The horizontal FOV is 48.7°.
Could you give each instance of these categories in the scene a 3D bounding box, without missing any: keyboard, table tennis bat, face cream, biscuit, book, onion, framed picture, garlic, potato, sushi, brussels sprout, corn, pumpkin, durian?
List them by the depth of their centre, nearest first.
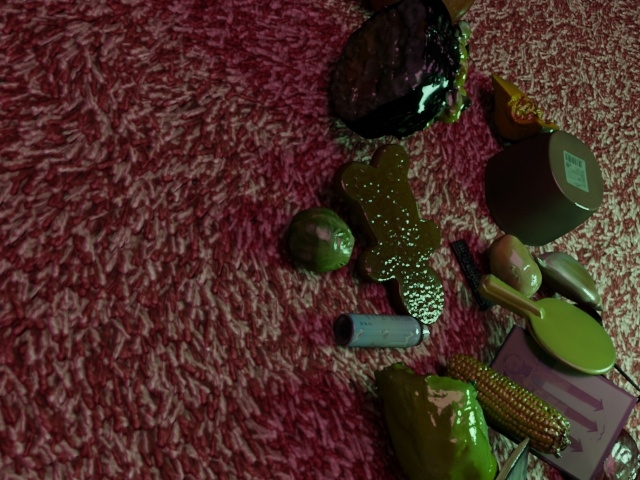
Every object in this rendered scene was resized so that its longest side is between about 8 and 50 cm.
[{"bbox_3d":[0.261,0.406,1.470,0.256,0.204,0.339,2,68,-47],"label":"durian"},{"bbox_3d":[0.410,0.556,1.530,0.157,0.026,0.231,-36,129,-42],"label":"book"},{"bbox_3d":[0.001,-0.001,1.530,0.155,0.117,0.155,9,58,-14],"label":"brussels sprout"},{"bbox_3d":[0.144,0.200,1.563,0.229,0.075,0.075,6,66,-32],"label":"face cream"},{"bbox_3d":[0.419,0.367,1.590,0.318,0.115,0.115,32,49,14],"label":"corn"},{"bbox_3d":[0.534,0.380,1.644,0.324,0.013,0.244,31,78,12],"label":"framed picture"},{"bbox_3d":[0.170,0.001,1.670,0.283,0.064,0.432,-28,97,-40],"label":"biscuit"},{"bbox_3d":[0.544,0.195,1.711,0.369,0.054,0.224,31,38,8],"label":"table tennis bat"},{"bbox_3d":[0.223,-0.386,1.740,0.285,0.328,0.328,21,56,-38],"label":"sushi"},{"bbox_3d":[0.734,0.541,1.789,0.227,0.120,0.283,48,50,-13],"label":"onion"},{"bbox_3d":[0.396,0.087,1.830,0.060,0.018,0.195,-18,80,-42],"label":"keyboard"},{"bbox_3d":[0.506,0.073,1.853,0.118,0.109,0.178,-27,86,-54],"label":"potato"},{"bbox_3d":[0.643,0.084,1.924,0.267,0.148,0.128,28,75,-15],"label":"garlic"},{"bbox_3d":[0.577,-0.370,2.111,0.131,0.126,0.248,-9,57,-43],"label":"pumpkin"}]

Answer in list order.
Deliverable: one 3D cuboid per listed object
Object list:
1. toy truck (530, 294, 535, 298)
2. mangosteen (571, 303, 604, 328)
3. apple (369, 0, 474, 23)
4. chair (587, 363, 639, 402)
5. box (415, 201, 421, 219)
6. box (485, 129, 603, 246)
[{"bbox_3d":[0.561,0.117,1.925,0.032,0.024,0.083,-27,83,-17],"label":"toy truck"},{"bbox_3d":[0.676,0.244,1.881,0.153,0.152,0.152,15,61,-29],"label":"mangosteen"},{"bbox_3d":[0.282,-0.751,1.973,0.349,0.277,0.348,16,58,-27],"label":"apple"},{"bbox_3d":[0.647,0.344,1.758,0.141,0.154,0.260,-26,65,-39],"label":"chair"},{"bbox_3d":[0.188,-0.070,1.755,0.149,0.020,0.073,9,64,-31],"label":"box"},{"bbox_3d":[0.635,-0.156,1.984,0.301,0.216,0.300,17,58,-29],"label":"box"}]
